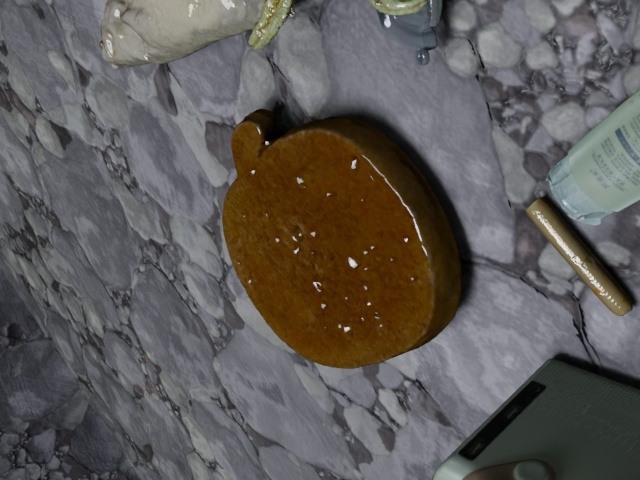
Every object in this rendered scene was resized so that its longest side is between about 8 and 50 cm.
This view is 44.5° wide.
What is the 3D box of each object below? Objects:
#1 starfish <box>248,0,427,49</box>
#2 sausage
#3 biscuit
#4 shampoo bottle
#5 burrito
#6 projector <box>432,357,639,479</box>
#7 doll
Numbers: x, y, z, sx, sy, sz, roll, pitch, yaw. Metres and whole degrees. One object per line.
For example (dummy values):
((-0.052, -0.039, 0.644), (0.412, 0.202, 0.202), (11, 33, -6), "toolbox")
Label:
((-0.027, -0.331, 0.661), (0.358, 0.078, 0.347), (30, 139, 53), "starfish")
((0.240, 0.016, 0.724), (0.132, 0.024, 0.024), (51, 147, 8), "sausage")
((0.006, -0.005, 0.963), (0.394, 0.070, 0.350), (-21, 99, 55), "biscuit")
((0.258, -0.083, 0.593), (0.072, 0.049, 0.212), (51, 146, 4), "shampoo bottle")
((-0.169, -0.282, 0.945), (0.392, 0.076, 0.117), (1, 112, 49), "burrito")
((0.233, 0.246, 0.735), (0.177, 0.242, 0.163), (17, 128, 45), "projector")
((0.066, -0.249, 0.685), (0.104, 0.062, 0.194), (-3, 109, 51), "doll")
